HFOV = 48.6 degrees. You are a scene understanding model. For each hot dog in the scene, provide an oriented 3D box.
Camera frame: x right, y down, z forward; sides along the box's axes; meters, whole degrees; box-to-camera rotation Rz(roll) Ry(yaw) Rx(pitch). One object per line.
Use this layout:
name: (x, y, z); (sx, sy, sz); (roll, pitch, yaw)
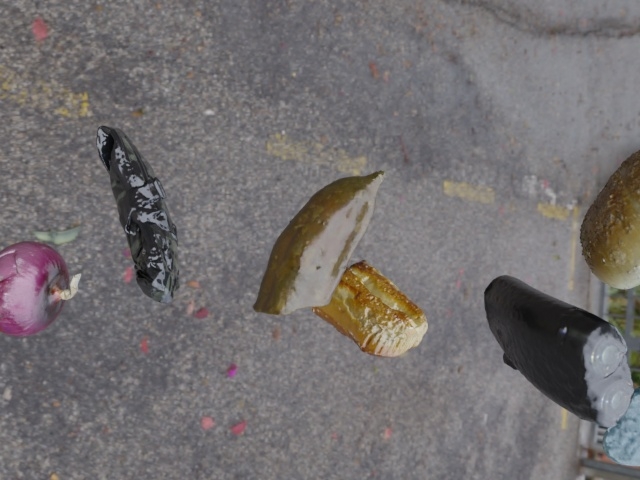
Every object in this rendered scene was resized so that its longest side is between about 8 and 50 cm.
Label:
hot dog: (0.202, 0.261, 2.535); (0.367, 0.365, 0.196); (-23, 139, -50)

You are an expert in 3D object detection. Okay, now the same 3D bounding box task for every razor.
razor: (0.386, 0.174, 1.198); (0.107, 0.327, 0.189); (-21, 106, -8)

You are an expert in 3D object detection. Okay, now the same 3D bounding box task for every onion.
onion: (-0.533, 0.090, 1.291); (0.153, 0.177, 0.177); (36, 55, -6)

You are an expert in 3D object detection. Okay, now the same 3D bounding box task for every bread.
bread: (0.571, -0.053, 1.258); (0.305, 0.159, 0.305); (-48, 165, -18)

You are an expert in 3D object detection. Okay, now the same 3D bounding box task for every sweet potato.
sweet potato: (0.000, 0.000, 1.408); (0.158, 0.158, 0.369); (32, 86, -53)

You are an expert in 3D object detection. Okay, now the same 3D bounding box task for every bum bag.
bum bag: (-0.309, -0.046, 1.244); (0.144, 0.095, 0.340); (55, 12, -73)

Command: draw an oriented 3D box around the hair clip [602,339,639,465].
hair clip: (0.811, 0.339, 1.485); (0.238, 0.392, 0.318); (36, 59, -61)
